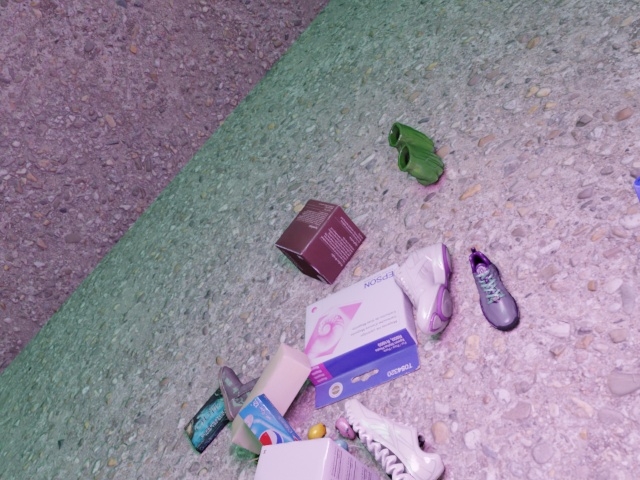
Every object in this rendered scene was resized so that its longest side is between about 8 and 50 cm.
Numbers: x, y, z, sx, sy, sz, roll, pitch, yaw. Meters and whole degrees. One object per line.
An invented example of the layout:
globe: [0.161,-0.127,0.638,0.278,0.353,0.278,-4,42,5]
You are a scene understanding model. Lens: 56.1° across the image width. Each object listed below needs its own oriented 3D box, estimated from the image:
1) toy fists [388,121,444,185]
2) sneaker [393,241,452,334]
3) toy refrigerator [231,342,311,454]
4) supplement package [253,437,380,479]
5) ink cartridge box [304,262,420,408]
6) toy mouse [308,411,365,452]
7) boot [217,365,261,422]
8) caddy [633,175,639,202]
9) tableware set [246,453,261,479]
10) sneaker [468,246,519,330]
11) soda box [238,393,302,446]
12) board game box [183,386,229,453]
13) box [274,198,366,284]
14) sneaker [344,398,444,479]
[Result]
toy fists: [0.311,-0.278,1.950,0.279,0.142,0.096,-100,32,-53]
sneaker: [0.261,0.131,1.553,0.152,0.114,0.305,-10,35,21]
toy refrigerator: [-0.129,0.419,1.596,0.270,0.094,0.102,-59,12,6]
supplement package: [-0.011,0.548,1.300,0.194,0.203,0.149,-20,40,32]
ink cartridge box: [0.100,0.254,1.639,0.324,0.071,0.330,-28,35,22]
toy mouse: [0.043,0.469,1.445,0.143,0.031,0.161,14,31,29]
boot: [-0.185,0.406,1.729,0.208,0.076,0.190,-33,56,15]
caddy: [0.805,-0.088,1.186,0.341,0.179,0.241,-29,12,21]
tableware set: [-0.153,0.599,1.557,0.104,0.024,0.154,-5,48,43]
sneaker: [0.402,0.115,1.445,0.083,0.098,0.224,-32,34,17]
soda box: [-0.106,0.482,1.481,0.067,0.210,0.071,-43,-12,1]
board game box: [-0.324,0.530,1.811,0.186,0.026,0.126,-49,34,-8]
box: [0.000,0.000,1.934,0.203,0.168,0.167,-52,35,-14]
sneaker: [0.159,0.445,1.340,0.118,0.110,0.292,-40,41,-9]
